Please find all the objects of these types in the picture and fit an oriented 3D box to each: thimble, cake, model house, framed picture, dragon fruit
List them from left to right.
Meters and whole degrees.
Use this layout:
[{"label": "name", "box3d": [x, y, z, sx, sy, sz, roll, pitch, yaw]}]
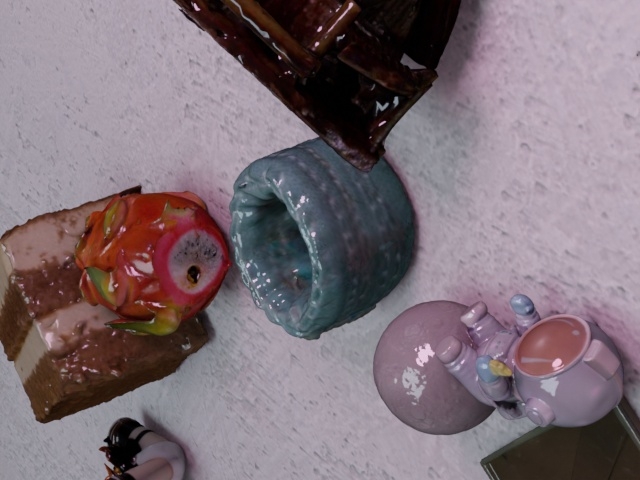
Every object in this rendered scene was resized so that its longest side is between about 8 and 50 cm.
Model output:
[{"label": "cake", "box3d": [-0.371, 0.111, 1.803, 0.290, 0.256, 0.282, 64, 149, 13]}, {"label": "dragon fruit", "box3d": [-0.246, 0.028, 1.604, 0.227, 0.224, 0.224, -10, 101, 47]}, {"label": "thimble", "box3d": [0.000, 0.000, 1.294, 0.198, 0.143, 0.235, 20, 127, 50]}, {"label": "model house", "box3d": [0.001, -0.289, 1.035, 0.282, 0.297, 0.317, -46, 55, 8]}, {"label": "framed picture", "box3d": [0.277, 0.274, 1.167, 0.189, 0.023, 0.260, 59, 146, 13]}]

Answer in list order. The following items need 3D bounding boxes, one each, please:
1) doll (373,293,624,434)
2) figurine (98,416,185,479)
[{"label": "doll", "box3d": [0.180, 0.130, 1.123, 0.287, 0.151, 0.151, -5, 105, 51]}, {"label": "figurine", "box3d": [-0.325, 0.511, 2.024, 0.320, 0.196, 0.323, -98, 11, -65]}]
